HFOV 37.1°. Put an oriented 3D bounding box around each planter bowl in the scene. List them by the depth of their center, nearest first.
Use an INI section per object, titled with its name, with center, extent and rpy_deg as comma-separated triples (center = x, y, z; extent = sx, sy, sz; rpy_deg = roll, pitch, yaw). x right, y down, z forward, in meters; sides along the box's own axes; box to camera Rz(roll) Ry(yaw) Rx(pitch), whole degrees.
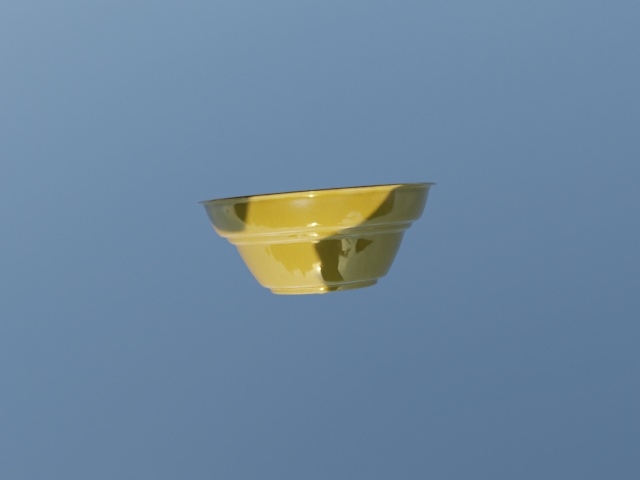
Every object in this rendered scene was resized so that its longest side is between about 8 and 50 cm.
[planter bowl]
center = 0.000, 0.000, 0.864
extent = 0.217, 0.217, 0.090
rpy_deg = -4, -89, 23
